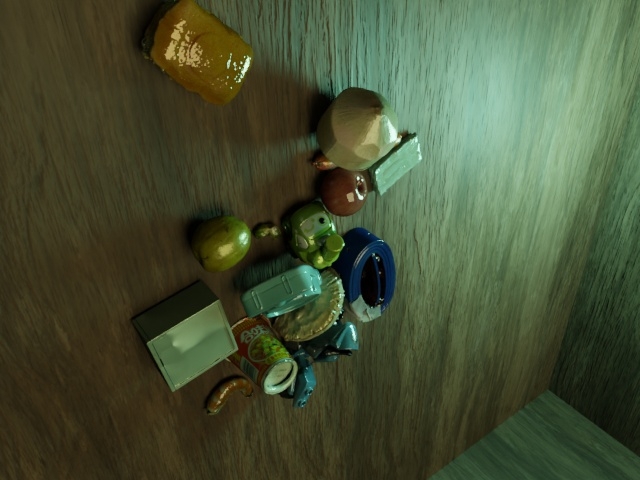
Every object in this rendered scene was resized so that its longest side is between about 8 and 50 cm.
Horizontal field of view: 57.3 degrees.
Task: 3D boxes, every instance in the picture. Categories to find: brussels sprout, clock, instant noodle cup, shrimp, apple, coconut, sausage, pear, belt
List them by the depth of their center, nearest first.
[{"bbox_3d":[-0.267,0.004,1.569,0.162,0.149,0.148,-41,137,-23],"label":"pear"},{"bbox_3d":[0.109,-0.310,1.607,0.224,0.224,0.234,-18,164,-32],"label":"coconut"},{"bbox_3d":[-0.154,-0.027,1.722,0.083,0.046,0.050,0,111,-40],"label":"brussels sprout"},{"bbox_3d":[0.074,-0.149,1.764,0.153,0.120,0.153,14,72,-49],"label":"apple"},{"bbox_3d":[0.118,-0.274,1.784,0.348,0.053,0.053,-22,130,-29],"label":"sausage"},{"bbox_3d":[-0.098,0.160,1.786,0.224,0.094,0.274,-27,166,14],"label":"clock"},{"bbox_3d":[-0.180,0.365,1.845,0.193,0.212,0.193,-22,130,-29],"label":"instant noodle cup"},{"bbox_3d":[-0.304,0.531,1.982,0.161,0.049,0.166,-53,146,0],"label":"shrimp"},{"bbox_3d":[0.151,0.125,2.040,0.213,0.117,0.346,-30,133,-25],"label":"belt"}]

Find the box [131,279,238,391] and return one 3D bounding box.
[{"bbox_3d":[-0.382,0.271,1.676,0.225,0.117,0.224,-31,134,-22],"label":"box"}]

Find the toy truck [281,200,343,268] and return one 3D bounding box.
[{"bbox_3d":[-0.008,0.003,1.768,0.148,0.210,0.187,-32,151,-23],"label":"toy truck"}]

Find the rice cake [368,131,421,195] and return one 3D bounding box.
[{"bbox_3d":[0.251,-0.254,1.925,0.211,0.038,0.124,-37,136,-17],"label":"rice cake"}]

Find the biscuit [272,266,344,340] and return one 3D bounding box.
[{"bbox_3d":[-0.020,0.222,1.910,0.281,0.179,0.084,-48,138,-4],"label":"biscuit"}]

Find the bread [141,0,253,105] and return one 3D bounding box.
[{"bbox_3d":[-0.269,-0.417,1.301,0.246,0.121,0.174,30,97,-46],"label":"bread"}]

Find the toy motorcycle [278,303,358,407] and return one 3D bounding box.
[{"bbox_3d":[-0.013,0.389,1.993,0.172,0.232,0.416,19,105,-50],"label":"toy motorcycle"}]
